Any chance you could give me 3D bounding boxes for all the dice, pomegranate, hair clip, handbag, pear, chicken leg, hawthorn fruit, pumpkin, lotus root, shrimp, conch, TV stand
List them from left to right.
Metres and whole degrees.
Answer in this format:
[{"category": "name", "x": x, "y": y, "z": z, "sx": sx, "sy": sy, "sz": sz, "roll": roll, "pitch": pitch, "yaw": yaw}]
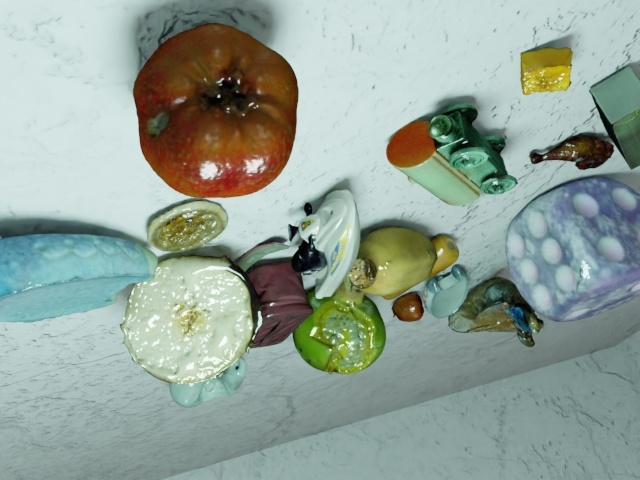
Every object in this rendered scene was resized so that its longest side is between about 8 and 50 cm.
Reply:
[{"category": "pear", "x": -0.252, "y": 0.138, "z": 1.308, "sx": 0.267, "sy": 0.267, "sz": 0.178, "roll": -17, "pitch": -172, "yaw": -6}, {"category": "conch", "x": -0.297, "y": 0.356, "z": 1.751, "sx": 0.185, "sy": 0.121, "sz": 0.221, "roll": -41, "pitch": 155, "yaw": 30}, {"category": "hawthorn fruit", "x": -0.139, "y": -0.146, "z": 0.829, "sx": 0.207, "sy": 0.207, "sz": 0.243, "roll": -11, "pitch": 179, "yaw": -19}, {"category": "hair clip", "x": -0.124, "y": 0.033, "z": 1.352, "sx": 0.137, "sy": 0.022, "sz": 0.054, "roll": -31, "pitch": 153, "yaw": 29}, {"category": "handbag", "x": -0.116, "y": 0.148, "z": 1.443, "sx": 0.146, "sy": 0.135, "sz": 0.225, "roll": -4, "pitch": 154, "yaw": -33}, {"category": "pomegranate", "x": 0.051, "y": 0.176, "z": 1.583, "sx": 0.236, "sy": 0.236, "sz": 0.301, "roll": -3, "pitch": 116, "yaw": -32}, {"category": "lotus root", "x": 0.152, "y": 0.042, "z": 1.435, "sx": 0.303, "sy": 0.131, "sz": 0.146, "roll": -9, "pitch": 125, "yaw": -51}, {"category": "hawthorn fruit", "x": 0.243, "y": 0.193, "z": 1.870, "sx": 0.093, "sy": 0.081, "sz": 0.081, "roll": -15, "pitch": 156, "yaw": 12}, {"category": "shrimp", "x": 0.476, "y": 0.194, "z": 1.814, "sx": 0.221, "sy": 0.110, "sz": 0.446, "roll": -36, "pitch": -172, "yaw": -4}, {"category": "pumpkin", "x": 0.363, "y": -0.275, "z": 1.065, "sx": 0.083, "sy": 0.054, "sz": 0.074, "roll": -2, "pitch": 154, "yaw": 13}, {"category": "chicken leg", "x": 0.534, "y": -0.180, "z": 1.378, "sx": 0.219, "sy": 0.048, "sz": 0.089, "roll": -2, "pitch": 146, "yaw": -33}, {"category": "dice", "x": 0.636, "y": 0.027, "z": 1.601, "sx": 0.271, "sy": 0.270, "sz": 0.270, "roll": -9, "pitch": 153, "yaw": -21}, {"category": "TV stand", "x": 0.597, "y": -0.229, "z": 1.281, "sx": 0.083, "sy": 0.088, "sz": 0.269, "roll": -30, "pitch": 153, "yaw": 22}]

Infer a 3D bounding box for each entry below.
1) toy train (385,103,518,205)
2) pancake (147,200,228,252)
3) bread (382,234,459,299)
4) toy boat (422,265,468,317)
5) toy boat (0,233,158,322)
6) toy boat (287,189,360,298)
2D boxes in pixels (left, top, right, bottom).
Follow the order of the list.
[{"category": "toy train", "x": 0.237, "y": -0.139, "z": 1.189, "sx": 0.177, "sy": 0.116, "sz": 0.285, "roll": -20, "pitch": 158, "yaw": 28}, {"category": "pancake", "x": -0.235, "y": -0.022, "z": 1.162, "sx": 0.152, "sy": 0.025, "sz": 0.151, "roll": -17, "pitch": 156, "yaw": -8}, {"category": "bread", "x": 0.229, "y": 0.073, "z": 1.629, "sx": 0.239, "sy": 0.074, "sz": 0.093, "roll": -35, "pitch": 156, "yaw": 28}, {"category": "toy boat", "x": 0.344, "y": 0.140, "z": 1.861, "sx": 0.134, "sy": 0.079, "sz": 0.207, "roll": -31, "pitch": 147, "yaw": -8}, {"category": "toy boat", "x": -0.435, "y": 0.044, "z": 1.087, "sx": 0.215, "sy": 0.123, "sz": 0.330, "roll": -28, "pitch": 166, "yaw": 33}, {"category": "toy boat", "x": 0.005, "y": 0.003, "z": 1.273, "sx": 0.141, "sy": 0.140, "sz": 0.269, "roll": -16, "pitch": 152, "yaw": -9}]
